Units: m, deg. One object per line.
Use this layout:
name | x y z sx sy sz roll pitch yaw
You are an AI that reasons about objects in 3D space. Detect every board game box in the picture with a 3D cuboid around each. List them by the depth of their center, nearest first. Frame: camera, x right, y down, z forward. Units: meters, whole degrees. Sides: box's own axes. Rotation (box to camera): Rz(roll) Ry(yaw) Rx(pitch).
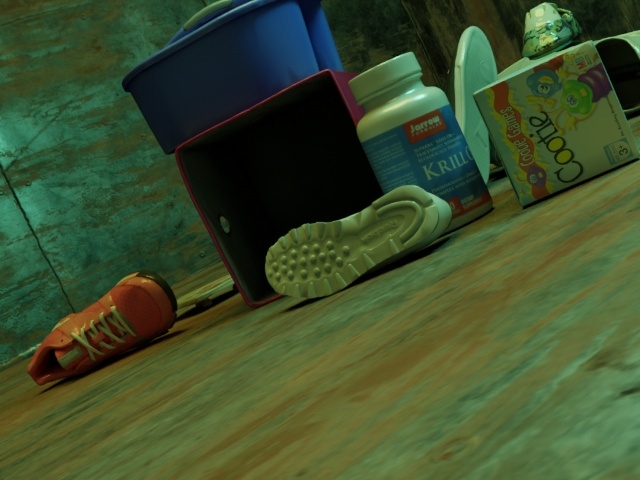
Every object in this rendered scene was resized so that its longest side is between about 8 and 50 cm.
board game box | 0.285 -0.149 1.154 0.142 0.144 0.275 -23 5 15

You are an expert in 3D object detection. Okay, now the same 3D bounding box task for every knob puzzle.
knob puzzle | -0.205 0.100 1.743 0.213 0.030 0.213 -25 4 2

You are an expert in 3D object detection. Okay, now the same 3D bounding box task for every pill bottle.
pill bottle | 0.120 -0.118 1.187 0.124 0.221 0.124 -25 4 2

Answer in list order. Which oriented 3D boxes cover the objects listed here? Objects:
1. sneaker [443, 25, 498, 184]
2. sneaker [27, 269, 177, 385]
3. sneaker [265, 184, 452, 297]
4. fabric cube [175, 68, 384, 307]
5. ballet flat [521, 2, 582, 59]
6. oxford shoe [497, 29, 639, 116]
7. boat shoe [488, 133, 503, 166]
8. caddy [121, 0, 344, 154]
sneaker | 0.204 -0.210 1.546 0.105 0.295 0.147 23 -23 -40
sneaker | -0.351 0.158 1.500 0.314 0.116 0.136 -31 10 33
sneaker | 0.045 0.009 1.112 0.235 0.090 0.095 -20 -8 21
fabric cube | -0.017 -0.085 1.381 0.259 0.254 0.258 -24 4 15
ballet flat | 0.277 -0.259 1.147 0.070 0.070 0.188 -24 4 23
oxford shoe | 0.416 -0.253 1.624 0.130 0.169 0.449 -25 8 -42
boat shoe | 0.317 -0.184 1.607 0.116 0.123 0.324 10 5 -25
caddy | -0.132 -0.268 1.405 0.341 0.179 0.241 -23 4 22
